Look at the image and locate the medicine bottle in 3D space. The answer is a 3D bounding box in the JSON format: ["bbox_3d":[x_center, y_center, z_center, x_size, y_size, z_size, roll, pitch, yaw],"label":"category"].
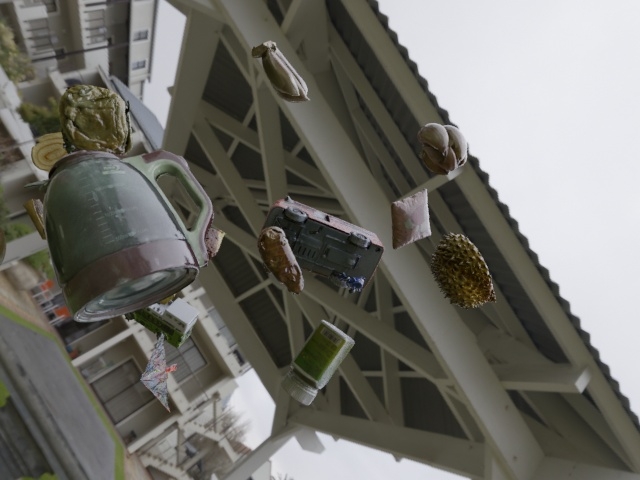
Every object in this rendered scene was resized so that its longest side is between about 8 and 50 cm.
[{"bbox_3d":[-0.008,0.299,0.994,0.088,0.188,0.132,33,-7,21],"label":"medicine bottle"}]

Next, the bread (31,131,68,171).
[{"bbox_3d":[-0.873,-0.296,1.337,0.073,0.149,0.122,16,-53,68],"label":"bread"}]

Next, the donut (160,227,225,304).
[{"bbox_3d":[-0.421,0.061,1.160,0.151,0.295,0.112,39,13,-31],"label":"donut"}]

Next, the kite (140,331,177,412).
[{"bbox_3d":[-0.449,0.375,1.129,0.189,0.010,0.231,31,54,-79],"label":"kite"}]

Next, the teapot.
[{"bbox_3d":[-0.369,-0.043,0.799,0.311,0.315,0.233,63,-32,10],"label":"teapot"}]

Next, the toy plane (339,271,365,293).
[{"bbox_3d":[0.101,0.131,1.294,0.054,0.062,0.167,66,-17,-10],"label":"toy plane"}]

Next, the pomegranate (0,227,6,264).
[{"bbox_3d":[-0.691,0.031,0.730,0.180,0.209,0.180,14,-22,6],"label":"pomegranate"}]

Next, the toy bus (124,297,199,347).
[{"bbox_3d":[-0.596,0.250,1.454,0.302,0.113,0.139,34,-65,-2],"label":"toy bus"}]

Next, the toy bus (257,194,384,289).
[{"bbox_3d":[0.000,0.000,1.477,0.428,0.233,0.202,22,-72,-8],"label":"toy bus"}]

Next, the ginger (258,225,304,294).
[{"bbox_3d":[-0.093,0.041,0.877,0.103,0.074,0.161,-126,-167,-67],"label":"ginger"}]

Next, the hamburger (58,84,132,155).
[{"bbox_3d":[-0.647,-0.342,1.169,0.130,0.184,0.205,39,-54,51],"label":"hamburger"}]

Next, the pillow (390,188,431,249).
[{"bbox_3d":[0.395,-0.090,1.756,0.084,0.224,0.235,27,-45,50],"label":"pillow"}]

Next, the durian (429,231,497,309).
[{"bbox_3d":[0.416,0.093,1.244,0.183,0.138,0.249,65,2,-53],"label":"durian"}]

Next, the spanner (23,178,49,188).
[{"bbox_3d":[-0.704,-0.157,1.075,0.302,0.071,0.017,3,-67,36],"label":"spanner"}]

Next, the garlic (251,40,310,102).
[{"bbox_3d":[-0.175,-0.772,1.885,0.132,0.279,0.325,-28,-71,22],"label":"garlic"}]

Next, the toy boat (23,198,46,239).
[{"bbox_3d":[-0.883,-0.061,1.280,0.047,0.049,0.149,12,-56,51],"label":"toy boat"}]

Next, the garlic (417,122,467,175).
[{"bbox_3d":[0.467,-0.357,1.517,0.191,0.160,0.214,48,-9,34],"label":"garlic"}]
